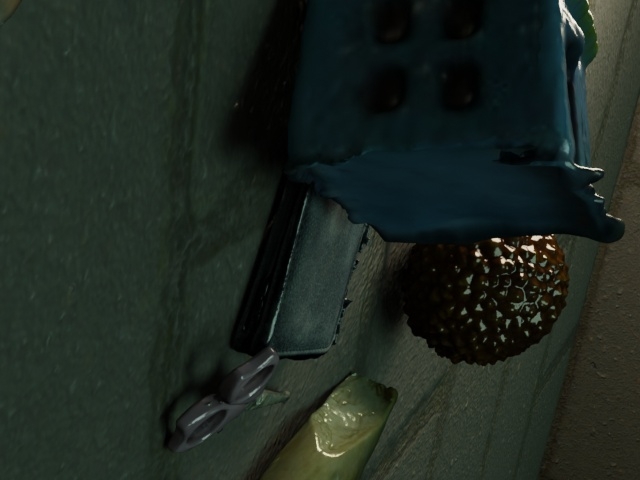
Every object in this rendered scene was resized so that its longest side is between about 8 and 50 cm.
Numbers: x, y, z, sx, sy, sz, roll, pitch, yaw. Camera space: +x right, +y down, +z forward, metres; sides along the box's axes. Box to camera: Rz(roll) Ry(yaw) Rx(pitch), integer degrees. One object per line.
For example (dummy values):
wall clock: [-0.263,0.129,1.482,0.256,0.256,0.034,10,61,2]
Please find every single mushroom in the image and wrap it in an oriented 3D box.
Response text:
mushroom: [-0.006,0.235,1.014,0.333,0.087,0.107,-54,157,-45]

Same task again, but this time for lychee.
lychee: [0.193,0.051,1.201,0.238,0.200,0.200,28,81,-56]

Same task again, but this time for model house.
model house: [0.106,-0.154,0.794,0.237,0.216,0.303,32,55,-66]

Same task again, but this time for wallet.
wallet: [-0.002,-0.001,0.899,0.167,0.036,0.222,9,97,-67]

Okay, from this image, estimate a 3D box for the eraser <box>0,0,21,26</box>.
eraser: [-0.117,-0.218,0.375,0.290,0.087,0.171,-64,156,-19]

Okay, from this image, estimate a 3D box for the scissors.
scissors: [-0.059,0.130,0.862,0.110,0.021,0.212,-44,167,5]
